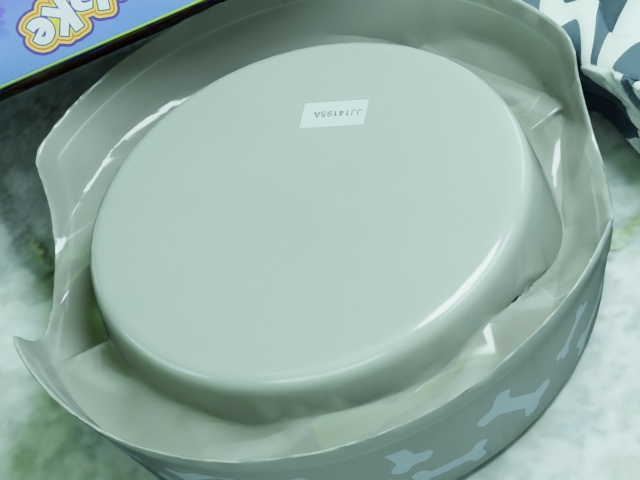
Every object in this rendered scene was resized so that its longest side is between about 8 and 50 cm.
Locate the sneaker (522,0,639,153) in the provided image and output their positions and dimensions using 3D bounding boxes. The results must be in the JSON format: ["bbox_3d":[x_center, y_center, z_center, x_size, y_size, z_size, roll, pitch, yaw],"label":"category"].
[{"bbox_3d":[0.224,-0.119,0.896,0.153,0.094,0.235,-44,40,-8],"label":"sneaker"}]

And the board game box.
[{"bbox_3d":[-0.118,-0.173,0.991,0.347,0.078,0.233,-24,8,-1],"label":"board game box"}]

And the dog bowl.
[{"bbox_3d":[0.000,0.000,0.869,0.348,0.102,0.349,-10,48,11],"label":"dog bowl"}]
